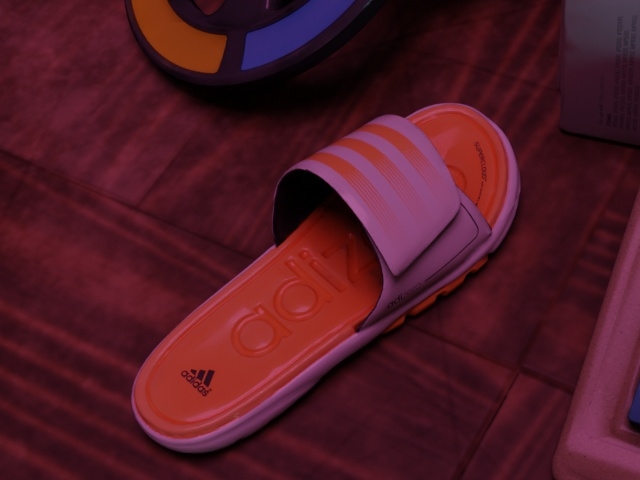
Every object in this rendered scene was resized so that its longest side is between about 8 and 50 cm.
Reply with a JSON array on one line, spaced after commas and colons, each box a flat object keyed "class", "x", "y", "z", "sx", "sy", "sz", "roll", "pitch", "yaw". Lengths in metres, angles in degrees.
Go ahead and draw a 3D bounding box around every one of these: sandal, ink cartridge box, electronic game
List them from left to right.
[{"class": "electronic game", "x": -0.031, "y": -0.198, "z": 0.803, "sx": 0.229, "sy": 0.048, "sz": 0.229, "roll": -14, "pitch": 62, "yaw": 29}, {"class": "sandal", "x": 0.007, "y": 0.006, "z": 0.678, "sx": 0.102, "sy": 0.076, "sz": 0.265, "roll": 36, "pitch": 67, "yaw": 29}, {"class": "ink cartridge box", "x": 0.230, "y": -0.129, "z": 0.707, "sx": 0.176, "sy": 0.127, "sz": 0.128, "roll": 12, "pitch": 58, "yaw": 19}]

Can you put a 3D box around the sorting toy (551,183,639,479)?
[{"class": "sorting toy", "x": 0.283, "y": 0.053, "z": 0.584, "sx": 0.307, "sy": 0.041, "sz": 0.229, "roll": 17, "pitch": 78, "yaw": 20}]
